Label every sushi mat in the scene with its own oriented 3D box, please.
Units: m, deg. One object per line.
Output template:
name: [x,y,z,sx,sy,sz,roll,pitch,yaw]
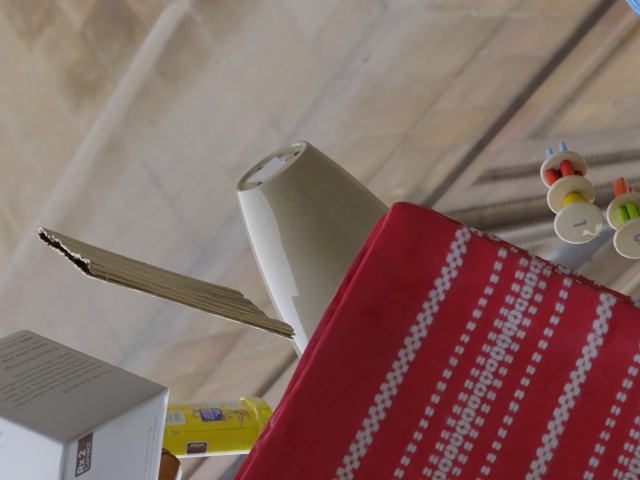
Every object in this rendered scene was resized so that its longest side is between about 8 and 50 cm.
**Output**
sushi mat: [-0.179,0.053,1.428,0.316,0.019,0.151,21,-176,-42]

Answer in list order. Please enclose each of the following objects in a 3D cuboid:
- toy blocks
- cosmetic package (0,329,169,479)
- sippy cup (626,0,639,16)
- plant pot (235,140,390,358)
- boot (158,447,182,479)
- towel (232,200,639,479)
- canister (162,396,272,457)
toy blocks: [0.306,-0.052,1.313,0.123,0.054,0.148,14,-144,-10]
cosmetic package: [-0.263,0.196,1.104,0.183,0.151,0.151,18,-158,24]
sippy cup: [0.314,-0.247,0.850,0.224,0.240,0.305,-34,-91,-44]
plant pot: [0.000,0.000,1.752,0.274,0.256,0.256,55,-151,-19]
boot: [-0.153,0.378,1.500,0.220,0.109,0.283,3,-153,9]
towel: [0.101,0.110,0.386,0.275,0.031,0.199,24,-113,20]
canister: [-0.163,0.269,1.701,0.170,0.073,0.126,-1,-177,-17]
